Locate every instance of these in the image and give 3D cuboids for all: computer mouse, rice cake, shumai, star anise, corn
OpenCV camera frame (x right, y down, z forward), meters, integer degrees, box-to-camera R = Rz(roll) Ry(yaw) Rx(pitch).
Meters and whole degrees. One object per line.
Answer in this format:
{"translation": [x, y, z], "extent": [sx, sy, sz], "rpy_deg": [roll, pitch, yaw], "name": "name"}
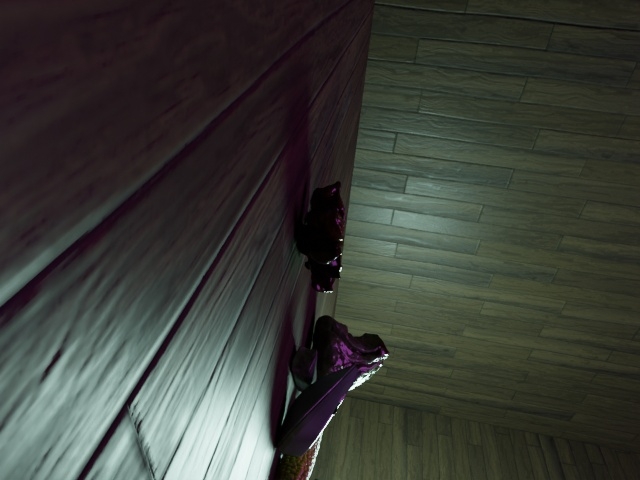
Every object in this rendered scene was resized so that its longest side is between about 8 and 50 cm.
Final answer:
{"translation": [-0.011, 0.416, 1.091], "extent": [0.288, 0.097, 0.159], "rpy_deg": [-42, 163, -49], "name": "computer mouse"}
{"translation": [-0.040, 0.365, 1.173], "extent": [0.365, 0.056, 0.072], "rpy_deg": [89, 19, -62], "name": "rice cake"}
{"translation": [0.099, 0.423, 1.452], "extent": [0.309, 0.264, 0.303], "rpy_deg": [103, -13, -50], "name": "shumai"}
{"translation": [0.000, -0.006, 0.842], "extent": [0.214, 0.099, 0.219], "rpy_deg": [-105, -164, -69], "name": "star anise"}
{"translation": [-0.048, 0.566, 1.205], "extent": [0.310, 0.102, 0.101], "rpy_deg": [-69, 167, -63], "name": "corn"}

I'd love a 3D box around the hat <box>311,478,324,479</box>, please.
{"translation": [-0.038, 1.065, 1.544], "extent": [0.274, 0.242, 0.332], "rpy_deg": [-44, 157, -60], "name": "hat"}
